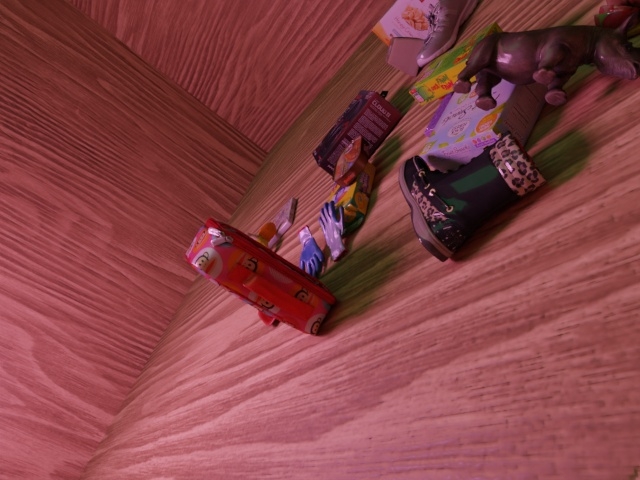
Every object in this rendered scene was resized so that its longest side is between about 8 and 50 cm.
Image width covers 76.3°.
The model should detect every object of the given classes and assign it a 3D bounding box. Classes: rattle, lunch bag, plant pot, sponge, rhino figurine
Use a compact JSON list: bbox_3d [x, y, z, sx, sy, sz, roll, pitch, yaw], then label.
[{"bbox_3d":[-0.241,0.044,1.495,0.143,0.130,0.200,-92,13,-54],"label":"rattle"},{"bbox_3d":[-0.120,0.076,0.812,0.120,0.293,0.258,-58,22,-6],"label":"lunch bag"},{"bbox_3d":[0.265,-0.593,1.295,0.109,0.096,0.109,-92,15,-61],"label":"plant pot"},{"bbox_3d":[0.306,-0.312,0.858,0.210,0.031,0.117,-60,18,-12],"label":"sponge"},{"bbox_3d":[0.311,-0.241,0.542,0.243,0.073,0.106,8,67,34],"label":"rhino figurine"}]

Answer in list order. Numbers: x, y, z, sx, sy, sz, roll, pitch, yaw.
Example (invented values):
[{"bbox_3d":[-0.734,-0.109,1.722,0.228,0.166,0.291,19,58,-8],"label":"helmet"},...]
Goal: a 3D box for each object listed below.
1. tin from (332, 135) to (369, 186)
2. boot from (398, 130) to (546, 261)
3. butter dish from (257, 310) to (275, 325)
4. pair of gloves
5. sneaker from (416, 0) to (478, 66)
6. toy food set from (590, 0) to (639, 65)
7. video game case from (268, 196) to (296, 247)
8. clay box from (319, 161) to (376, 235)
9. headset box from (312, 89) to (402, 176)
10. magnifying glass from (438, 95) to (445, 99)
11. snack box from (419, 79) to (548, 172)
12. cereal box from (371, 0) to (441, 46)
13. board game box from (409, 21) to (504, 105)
[{"bbox_3d":[0.080,-0.206,1.059,0.106,0.040,0.190,-37,23,29],"label":"tin"},{"bbox_3d":[0.216,-0.096,0.617,0.178,0.085,0.237,-41,29,30],"label":"boot"},{"bbox_3d":[-0.143,0.121,1.070,0.160,0.118,0.160,-57,19,-8],"label":"butter dish"},{"bbox_3d":[0.000,0.000,0.984,0.198,0.023,0.159,-45,47,38],"label":"pair of gloves"},{"bbox_3d":[0.344,-0.632,1.194,0.281,0.115,0.105,-59,19,-13],"label":"sneaker"},{"bbox_3d":[0.430,-0.347,0.542,0.218,0.071,0.128,-37,25,44],"label":"toy food set"},{"bbox_3d":[-0.178,-0.045,1.600,0.227,0.026,0.206,-46,20,25],"label":"video game case"},{"bbox_3d":[0.068,-0.100,1.038,0.127,0.053,0.222,-38,24,41],"label":"clay box"},{"bbox_3d":[0.111,-0.334,1.255,0.293,0.110,0.218,-50,18,13],"label":"headset box"},{"bbox_3d":[0.297,-0.377,0.932,0.231,0.026,0.092,-56,-1,-45],"label":"magnifying glass"},{"bbox_3d":[0.284,-0.222,0.688,0.207,0.070,0.174,-60,19,-14],"label":"snack box"},{"bbox_3d":[0.314,-0.749,1.390,0.240,0.173,0.047,-27,32,56],"label":"cereal box"},{"bbox_3d":[0.254,-0.326,0.770,0.092,0.043,0.181,-54,17,-10],"label":"board game box"}]
